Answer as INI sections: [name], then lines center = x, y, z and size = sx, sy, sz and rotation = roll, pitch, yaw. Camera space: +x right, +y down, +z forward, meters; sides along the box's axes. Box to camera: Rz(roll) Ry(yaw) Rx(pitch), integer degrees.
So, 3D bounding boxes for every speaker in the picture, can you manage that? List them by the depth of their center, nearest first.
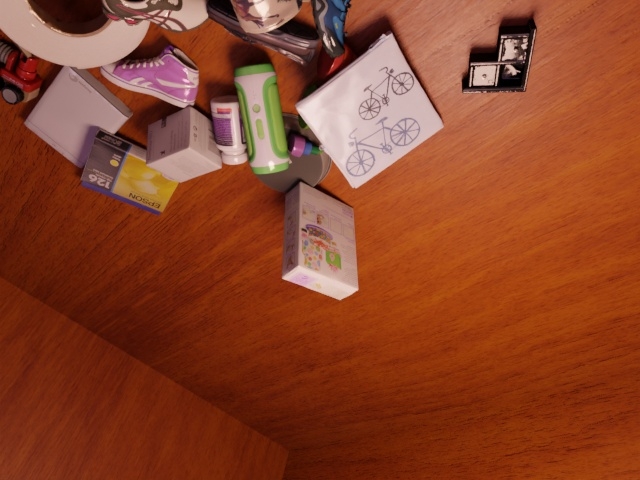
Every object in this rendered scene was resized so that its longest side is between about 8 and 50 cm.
[speaker]
center = -0.168, -0.349, 1.334
size = 0.131, 0.131, 0.296
rotation = -2, 110, 17

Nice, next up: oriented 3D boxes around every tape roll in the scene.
[tape roll]
center = -0.627, -0.625, 1.155
size = 0.392, 0.072, 0.392
rotation = -18, 145, -13

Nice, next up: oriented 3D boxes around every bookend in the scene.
[bookend]
center = 0.443, -0.460, 1.158
size = 0.156, 0.072, 0.157
rotation = 3, 133, 13

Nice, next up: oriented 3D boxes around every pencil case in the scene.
[pencil case]
center = -0.161, -0.687, 1.005
size = 0.160, 0.183, 0.410
rotation = 39, 160, 38

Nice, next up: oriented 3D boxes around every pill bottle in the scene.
[pill bottle]
center = -0.273, -0.338, 1.419
size = 0.108, 0.108, 0.193
rotation = 5, 121, 10

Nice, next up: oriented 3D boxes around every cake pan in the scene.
[cake pan]
center = -0.110, -0.270, 1.503
size = 0.293, 0.054, 0.293
rotation = 8, 134, 8

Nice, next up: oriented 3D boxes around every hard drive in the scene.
[hard drive]
center = -0.826, -0.415, 1.565
size = 0.353, 0.047, 0.233
rotation = -28, 121, 34

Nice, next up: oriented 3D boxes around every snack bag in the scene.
[snack bag]
center = 0.135, -0.342, 1.279
size = 0.323, 0.037, 0.342
rotation = -34, 128, 13

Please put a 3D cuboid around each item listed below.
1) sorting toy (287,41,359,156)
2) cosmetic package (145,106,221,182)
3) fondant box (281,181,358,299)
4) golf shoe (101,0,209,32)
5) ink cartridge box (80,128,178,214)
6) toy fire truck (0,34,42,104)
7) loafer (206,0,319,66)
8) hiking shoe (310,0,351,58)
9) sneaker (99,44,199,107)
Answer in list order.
[sorting toy]
center = 0.024, -0.389, 1.313
size = 0.126, 0.127, 0.365
rotation = 8, 128, -25
[cosmetic package]
center = -0.429, -0.298, 1.461
size = 0.184, 0.151, 0.151
rotation = -14, 158, 25
[fondant box]
center = 0.000, 0.000, 1.499
size = 0.238, 0.330, 0.096
rotation = 24, 138, -32
[golf shoe]
center = -0.400, -0.592, 1.155
size = 0.120, 0.273, 0.105
rotation = 5, 104, 64
[ink cartridge box]
center = -0.691, -0.217, 1.670
size = 0.304, 0.072, 0.307
rotation = 23, 132, -23
[toy fire truck]
center = -0.967, -0.568, 1.402
size = 0.217, 0.158, 0.246
rotation = 33, 121, -15
[loafer]
center = -0.157, -0.544, 1.223
size = 0.303, 0.109, 0.095
rotation = 17, 139, -5
[hiking shoe]
center = 0.044, -0.589, 1.075
size = 0.132, 0.113, 0.304
rotation = -4, 113, 10
[sneaker]
center = -0.495, -0.515, 1.352
size = 0.282, 0.102, 0.161
rotation = 15, 132, -14
